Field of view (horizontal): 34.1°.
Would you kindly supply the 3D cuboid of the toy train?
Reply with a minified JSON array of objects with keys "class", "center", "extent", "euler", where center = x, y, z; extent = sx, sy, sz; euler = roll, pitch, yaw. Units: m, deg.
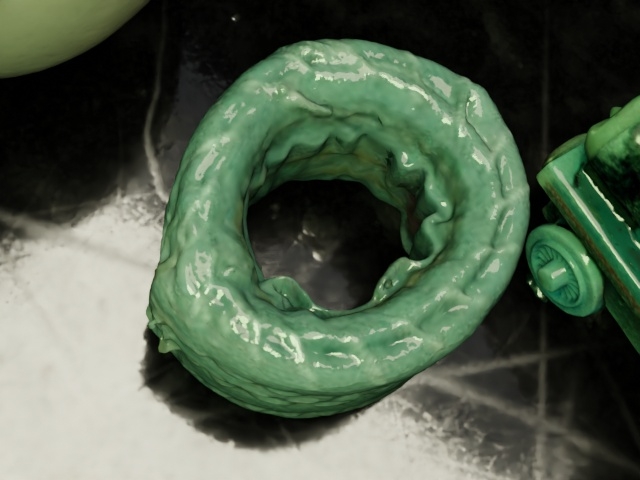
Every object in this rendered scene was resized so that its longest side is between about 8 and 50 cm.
[{"class":"toy train","center":[0.248,0.046,0.631],"extent":[0.120,0.194,0.298],"euler":[-30,79,-18]}]

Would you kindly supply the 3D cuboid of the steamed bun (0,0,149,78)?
[{"class":"steamed bun","center":[-0.192,-0.241,0.611],"extent":[0.309,0.309,0.309],"euler":[4,71,-10]}]

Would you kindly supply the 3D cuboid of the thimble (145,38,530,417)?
[{"class":"thimble","center":[0.000,0.000,0.622],"extent":[0.235,0.143,0.198],"euler":[-29,78,-20]}]
